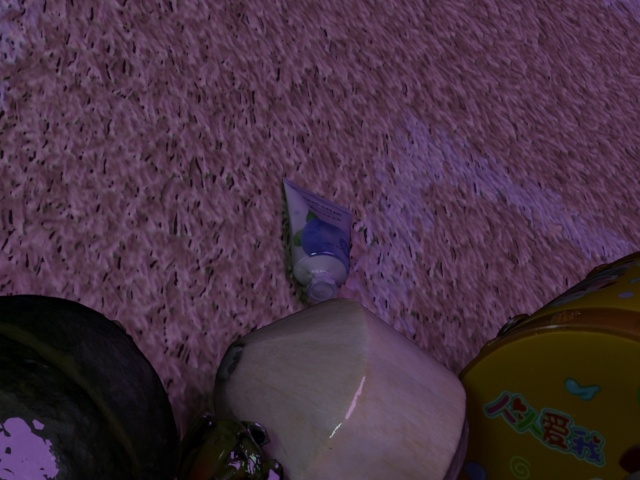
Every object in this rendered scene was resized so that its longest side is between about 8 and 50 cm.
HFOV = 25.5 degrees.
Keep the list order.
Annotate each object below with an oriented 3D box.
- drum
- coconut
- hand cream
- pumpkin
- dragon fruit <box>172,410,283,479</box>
[{"bbox_3d":[0.313,0.223,1.246,0.214,0.431,0.431,-28,83,-45],"label":"drum"},{"bbox_3d":[0.006,0.153,1.184,0.222,0.202,0.202,35,46,-22],"label":"coconut"},{"bbox_3d":[0.000,0.000,1.389,0.084,0.053,0.142,26,40,-24],"label":"hand cream"},{"bbox_3d":[-0.216,0.173,0.909,0.207,0.300,0.300,43,44,4],"label":"pumpkin"},{"bbox_3d":[-0.070,0.276,1.035,0.200,0.269,0.198,27,-4,25],"label":"dragon fruit"}]
